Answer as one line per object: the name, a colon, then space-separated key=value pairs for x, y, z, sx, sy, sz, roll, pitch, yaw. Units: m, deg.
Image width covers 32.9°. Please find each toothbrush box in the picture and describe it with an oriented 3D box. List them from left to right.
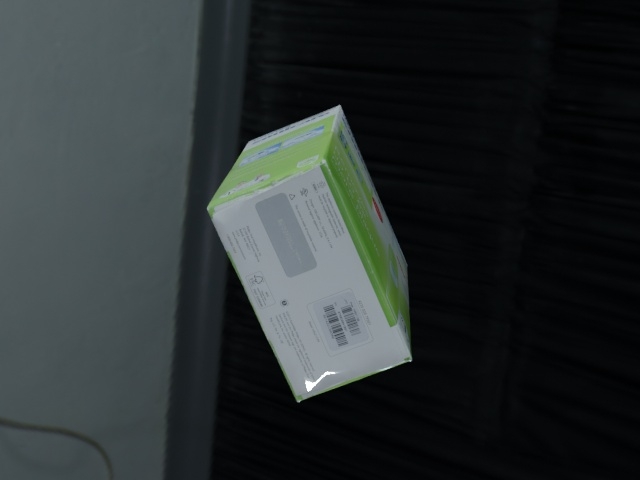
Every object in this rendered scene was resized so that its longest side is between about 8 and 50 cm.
toothbrush box: x=0.000 y=0.000 z=1.095 sx=0.283 sy=0.122 sz=0.206 roll=-80 pitch=147 yaw=-74
